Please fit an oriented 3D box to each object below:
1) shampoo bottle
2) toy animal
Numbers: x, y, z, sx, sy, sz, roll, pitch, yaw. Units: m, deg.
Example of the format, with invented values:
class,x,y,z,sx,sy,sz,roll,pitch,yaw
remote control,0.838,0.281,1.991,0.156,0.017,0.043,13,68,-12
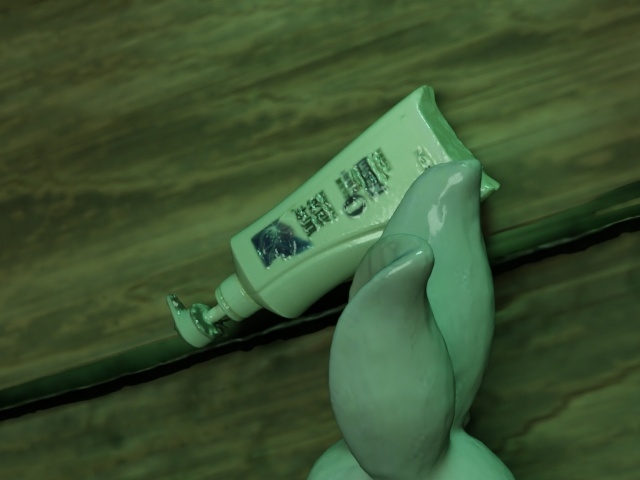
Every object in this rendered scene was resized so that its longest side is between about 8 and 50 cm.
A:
class,x,y,z,sx,sy,sz,roll,pitch,yaw
shampoo bottle,0.000,0.000,0.656,0.141,0.034,0.049,-36,94,20
toy animal,0.024,0.088,0.614,0.131,0.104,0.220,-6,101,37
